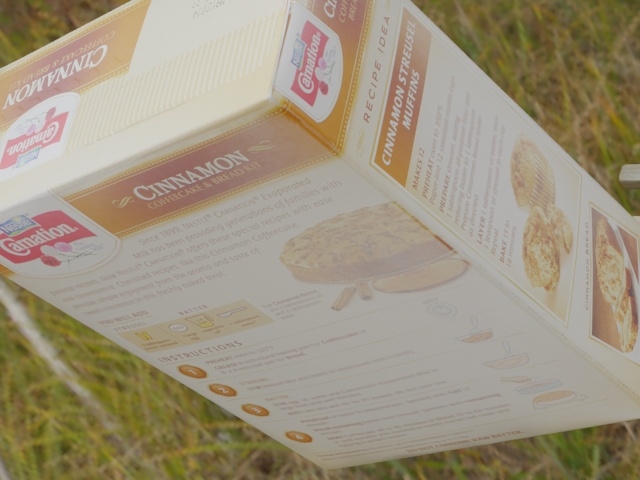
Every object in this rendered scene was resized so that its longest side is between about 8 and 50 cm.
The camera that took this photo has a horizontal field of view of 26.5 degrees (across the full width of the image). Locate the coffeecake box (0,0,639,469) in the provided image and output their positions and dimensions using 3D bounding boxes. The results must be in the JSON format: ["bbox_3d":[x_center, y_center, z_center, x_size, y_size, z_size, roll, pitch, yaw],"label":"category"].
[{"bbox_3d":[0.000,0.000,0.433,0.142,0.185,0.068,-17,49,39],"label":"coffeecake box"}]

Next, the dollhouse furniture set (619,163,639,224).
[{"bbox_3d":[0.221,-0.005,0.600,0.101,0.161,0.182,3,65,50],"label":"dollhouse furniture set"}]
